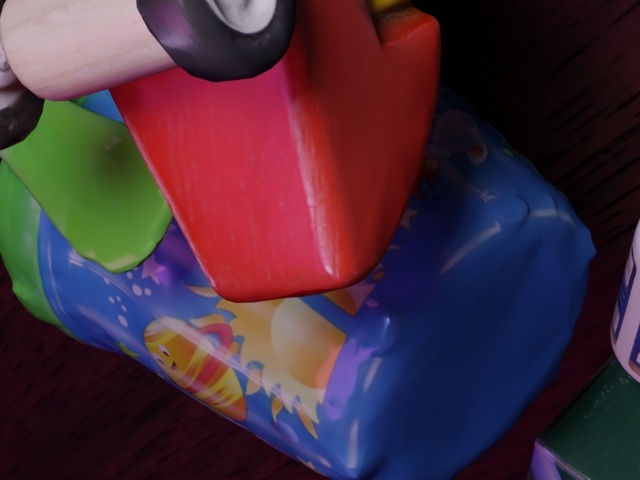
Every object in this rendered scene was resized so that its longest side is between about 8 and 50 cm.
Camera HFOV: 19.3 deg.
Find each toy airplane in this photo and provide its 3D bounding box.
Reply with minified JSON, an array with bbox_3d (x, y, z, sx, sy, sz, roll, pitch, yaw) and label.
[{"bbox_3d":[-0.031,-0.221,0.706,0.386,0.272,0.384,42,115,30],"label":"toy airplane"}]

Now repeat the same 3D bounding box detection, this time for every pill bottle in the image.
[{"bbox_3d":[0.177,0.016,0.883,0.067,0.067,0.120,36,152,21],"label":"pill bottle"}]

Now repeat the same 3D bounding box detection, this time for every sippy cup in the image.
[{"bbox_3d":[0.000,0.000,0.910,0.224,0.305,0.240,37,138,33],"label":"sippy cup"}]

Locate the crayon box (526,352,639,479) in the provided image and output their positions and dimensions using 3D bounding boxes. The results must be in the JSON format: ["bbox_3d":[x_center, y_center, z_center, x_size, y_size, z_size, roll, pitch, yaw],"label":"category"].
[{"bbox_3d":[0.255,0.229,1.040,0.323,0.083,0.203,36,152,22],"label":"crayon box"}]
